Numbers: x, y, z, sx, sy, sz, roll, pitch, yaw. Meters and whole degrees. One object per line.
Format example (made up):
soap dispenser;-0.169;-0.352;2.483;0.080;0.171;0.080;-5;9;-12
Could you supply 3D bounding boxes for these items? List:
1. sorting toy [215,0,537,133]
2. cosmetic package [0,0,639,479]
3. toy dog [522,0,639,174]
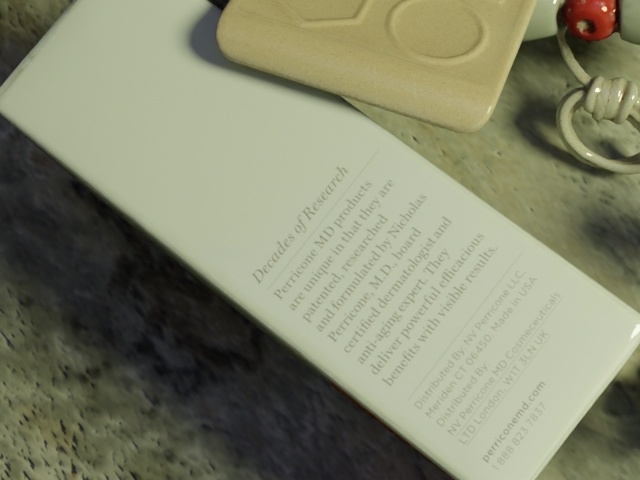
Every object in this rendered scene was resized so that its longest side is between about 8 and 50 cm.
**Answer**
sorting toy;0.052;-0.176;0.812;0.193;0.038;0.208;19;59;10
cosmetic package;0.000;0.000;0.875;0.453;0.230;0.161;38;85;13
toy dog;0.170;-0.216;0.943;0.334;0.220;0.161;23;49;3
